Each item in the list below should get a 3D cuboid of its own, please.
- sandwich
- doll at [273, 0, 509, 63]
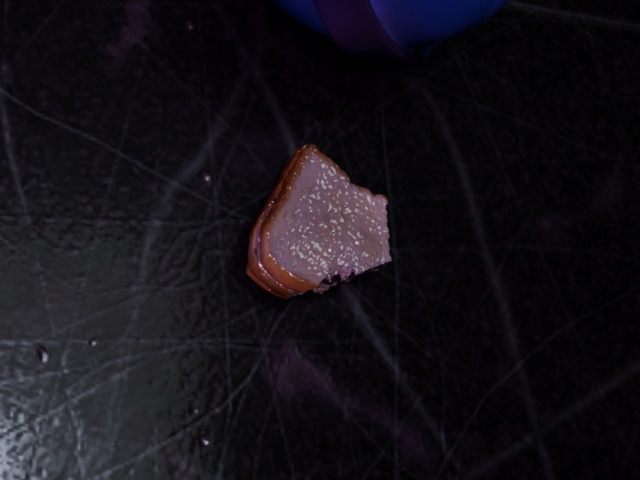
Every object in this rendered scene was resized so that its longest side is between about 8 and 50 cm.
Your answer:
[{"bbox_3d":[0.000,0.000,1.059,0.093,0.036,0.105,37,57,-10],"label":"sandwich"},{"bbox_3d":[0.049,-0.273,1.085,0.240,0.284,0.310,7,62,22],"label":"doll"}]
